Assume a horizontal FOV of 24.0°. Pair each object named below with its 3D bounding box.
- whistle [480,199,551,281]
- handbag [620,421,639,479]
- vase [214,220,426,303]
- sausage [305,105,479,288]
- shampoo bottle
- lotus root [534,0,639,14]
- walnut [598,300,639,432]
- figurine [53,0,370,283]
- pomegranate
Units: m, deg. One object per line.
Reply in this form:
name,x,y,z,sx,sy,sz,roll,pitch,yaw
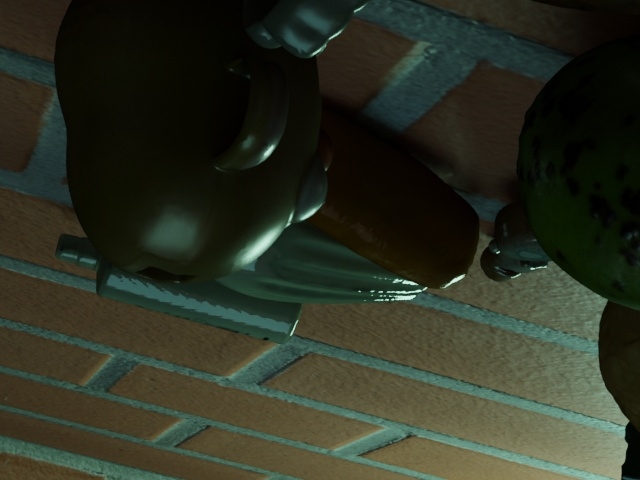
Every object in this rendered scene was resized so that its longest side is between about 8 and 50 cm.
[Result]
whistle,0.196,-0.004,1.350,0.107,0.057,0.220,1,167,-12
handbag,0.438,0.190,1.453,0.274,0.268,0.100,0,119,17
vase,0.000,0.000,1.372,0.248,0.128,0.128,16,161,-37
sausage,0.049,-0.034,1.279,0.238,0.098,0.098,30,153,-36
shampoo bottle,-0.150,0.038,1.594,0.262,0.085,0.085,15,160,-11
lotus root,0.207,-0.194,0.678,0.291,0.193,0.193,0,158,33
walnut,0.348,0.089,1.325,0.195,0.195,0.221,15,160,-10
figurine,-0.062,-0.114,0.843,0.167,0.285,0.342,13,158,-1
pomegranate,0.237,-0.069,0.985,0.211,0.211,0.263,8,119,8
